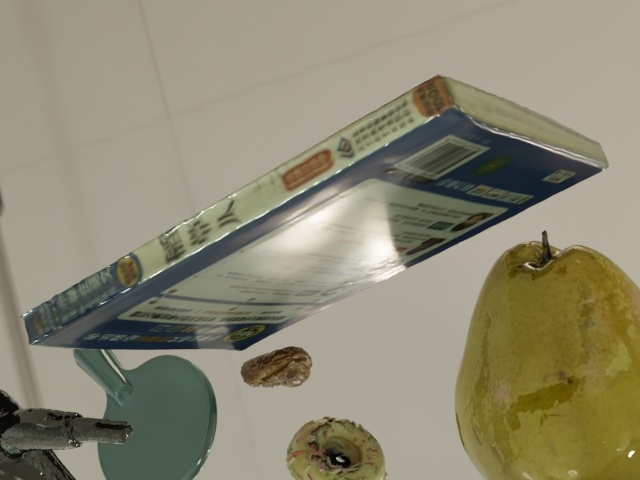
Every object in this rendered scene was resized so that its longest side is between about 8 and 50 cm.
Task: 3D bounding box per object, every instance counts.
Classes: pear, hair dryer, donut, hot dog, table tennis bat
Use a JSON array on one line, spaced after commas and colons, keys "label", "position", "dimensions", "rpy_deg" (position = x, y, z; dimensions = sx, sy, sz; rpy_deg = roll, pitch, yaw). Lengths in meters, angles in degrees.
[{"label": "pear", "position": [0.282, 0.173, 1.520], "dimensions": [0.285, 0.336, 0.285], "rpy_deg": [-36, 174, -4]}, {"label": "hair dryer", "position": [-0.193, 0.158, 0.964], "dimensions": [0.219, 0.195, 0.075], "rpy_deg": [-14, -142, 48]}, {"label": "donut", "position": [0.030, 0.354, 2.114], "dimensions": [0.174, 0.175, 0.068], "rpy_deg": [-12, 139, -36]}, {"label": "hot dog", "position": [-0.045, 0.129, 1.307], "dimensions": [0.058, 0.035, 0.083], "rpy_deg": [6, 163, -35]}, {"label": "table tennis bat", "position": [-0.193, 0.172, 1.359], "dimensions": [0.153, 0.244, 0.040], "rpy_deg": [-54, 136, 3]}]

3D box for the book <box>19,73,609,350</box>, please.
[{"label": "book", "position": [0.000, 0.000, 1.095], "dimensions": [0.428, 0.039, 0.300], "rpy_deg": [-27, 161, 27]}]
